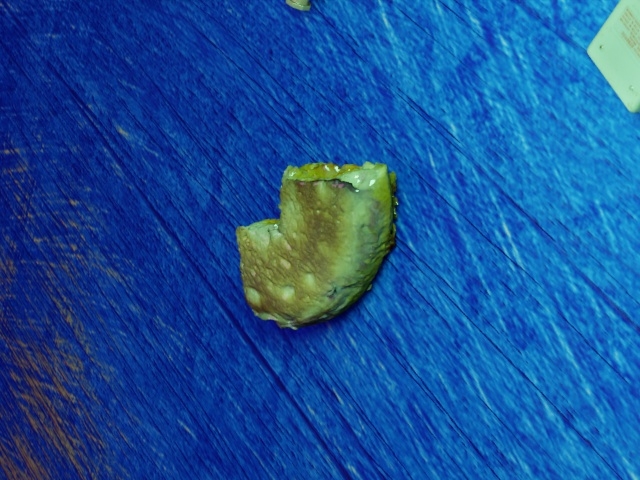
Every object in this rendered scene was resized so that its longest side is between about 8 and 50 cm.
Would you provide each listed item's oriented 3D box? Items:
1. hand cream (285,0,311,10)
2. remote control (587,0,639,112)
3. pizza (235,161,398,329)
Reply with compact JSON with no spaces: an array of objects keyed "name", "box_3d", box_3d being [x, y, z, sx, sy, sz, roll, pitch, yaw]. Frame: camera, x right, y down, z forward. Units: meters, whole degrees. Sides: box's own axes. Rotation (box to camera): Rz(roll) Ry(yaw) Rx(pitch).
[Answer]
[{"name":"hand cream","box_3d":[0.008,-0.362,1.722,0.067,0.043,0.209,46,124,43]},{"name":"remote control","box_3d":[0.304,-0.204,1.310,0.087,0.029,0.190,61,139,31]},{"name":"pizza","box_3d":[0.000,0.000,1.735,0.161,0.085,0.305,50,139,10]}]
